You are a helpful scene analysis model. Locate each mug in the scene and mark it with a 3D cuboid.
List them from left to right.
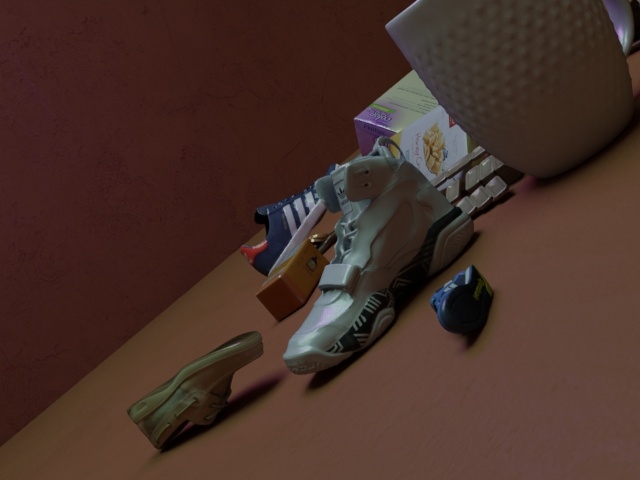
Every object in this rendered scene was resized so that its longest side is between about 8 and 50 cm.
[{"bbox_3d":[0.335,-0.299,1.339,0.374,0.328,0.276,-41,9,-24],"label":"mug"}]

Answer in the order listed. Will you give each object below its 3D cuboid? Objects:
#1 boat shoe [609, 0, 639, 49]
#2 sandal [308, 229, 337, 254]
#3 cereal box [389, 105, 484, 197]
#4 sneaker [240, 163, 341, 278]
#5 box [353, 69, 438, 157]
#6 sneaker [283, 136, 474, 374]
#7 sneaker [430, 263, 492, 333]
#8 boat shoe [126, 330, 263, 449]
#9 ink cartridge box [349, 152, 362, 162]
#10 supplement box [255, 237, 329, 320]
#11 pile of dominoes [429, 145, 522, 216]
[{"bbox_3d":[0.635,-0.435,1.605,0.110,0.122,0.341,-46,0,-22],"label":"boat shoe"},{"bbox_3d":[0.000,0.000,2.146,0.180,0.049,0.072,-41,8,-20],"label":"sandal"},{"bbox_3d":[0.220,-0.161,1.697,0.047,0.172,0.240,9,-21,-28],"label":"cereal box"},{"bbox_3d":[-0.073,-0.073,2.203,0.350,0.148,0.131,-57,-2,-22],"label":"sneaker"},{"bbox_3d":[0.239,-0.262,1.969,0.214,0.117,0.243,25,54,37],"label":"box"},{"bbox_3d":[0.043,0.015,1.273,0.366,0.210,0.137,-41,8,-23],"label":"sneaker"},{"bbox_3d":[0.155,0.076,1.010,0.059,0.053,0.144,-33,0,26],"label":"sneaker"},{"bbox_3d":[-0.188,0.244,1.426,0.302,0.098,0.109,-36,-5,29],"label":"boat shoe"},{"bbox_3d":[0.171,-0.192,2.244,0.198,0.114,0.273,-39,8,-4],"label":"ink cartridge box"},{"bbox_3d":[-0.054,0.077,1.847,0.080,0.078,0.233,-38,7,25],"label":"supplement box"},{"bbox_3d":[0.232,-0.063,1.516,0.251,0.040,0.196,-37,23,30],"label":"pile of dominoes"}]
